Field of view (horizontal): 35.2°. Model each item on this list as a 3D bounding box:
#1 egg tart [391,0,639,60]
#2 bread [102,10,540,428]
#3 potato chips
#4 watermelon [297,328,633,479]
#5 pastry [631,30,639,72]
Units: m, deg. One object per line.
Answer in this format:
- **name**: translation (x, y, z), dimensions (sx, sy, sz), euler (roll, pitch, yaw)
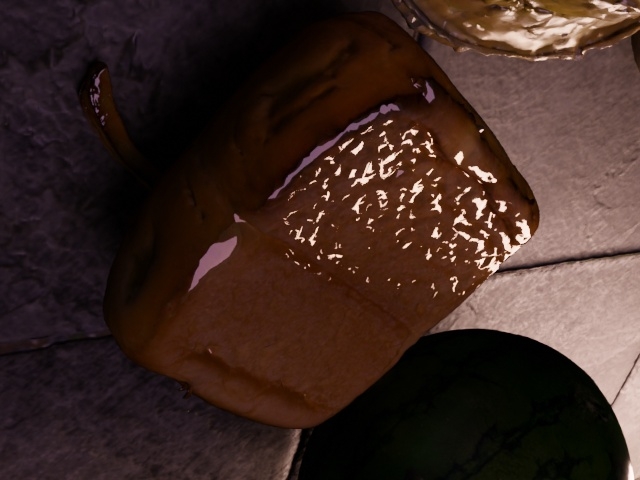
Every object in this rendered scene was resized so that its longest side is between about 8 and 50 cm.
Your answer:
- **egg tart**: translation (0.225, -0.299, 0.690), dimensions (0.443, 0.178, 0.443), euler (-17, 134, -18)
- **bread**: translation (-0.004, -0.005, 0.831), dimensions (0.328, 0.148, 0.337), euler (-44, 144, 9)
- **potato chips**: translation (-0.136, -0.060, 0.799), dimensions (0.037, 0.026, 0.204), euler (-43, 138, -11)
- **watermelon**: translation (0.144, 0.262, 1.041), dimensions (0.363, 0.363, 0.363), euler (-17, 135, -18)
- **pastry**: translation (0.364, -0.198, 0.934), dimensions (0.156, 0.092, 0.156), euler (-17, 138, -16)
